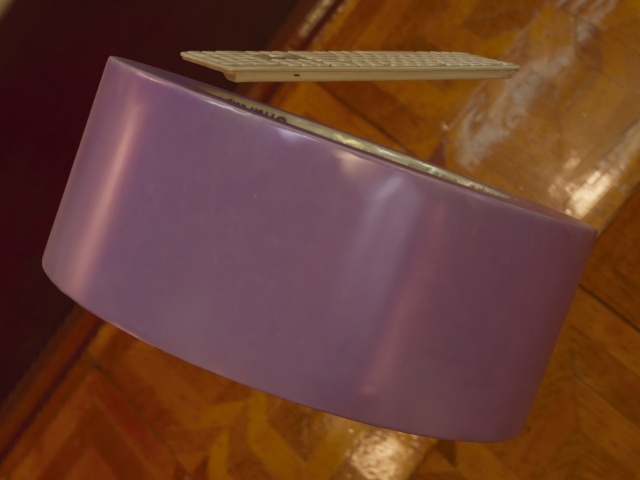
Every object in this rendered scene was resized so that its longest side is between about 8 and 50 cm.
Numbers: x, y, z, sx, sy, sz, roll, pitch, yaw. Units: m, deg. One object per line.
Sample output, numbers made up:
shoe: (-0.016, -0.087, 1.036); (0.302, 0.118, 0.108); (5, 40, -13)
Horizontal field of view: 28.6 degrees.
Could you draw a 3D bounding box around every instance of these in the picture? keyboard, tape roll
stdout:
keyboard: (0.027, -0.130, 0.912); (0.072, 0.256, 0.014); (34, 122, 50)
tape roll: (0.000, 0.000, 0.464); (0.189, 0.189, 0.080); (25, 99, 38)
